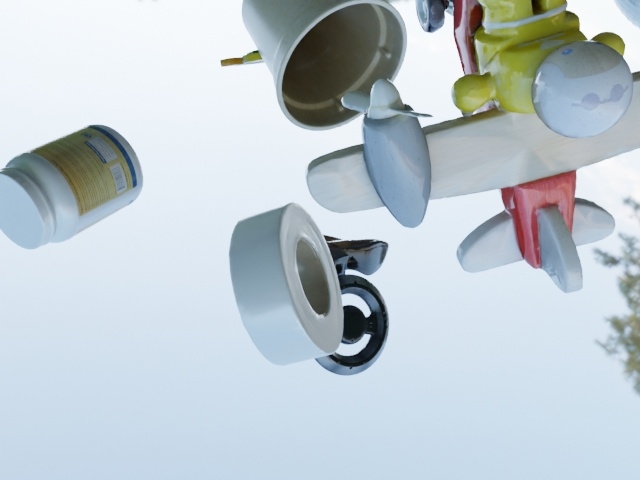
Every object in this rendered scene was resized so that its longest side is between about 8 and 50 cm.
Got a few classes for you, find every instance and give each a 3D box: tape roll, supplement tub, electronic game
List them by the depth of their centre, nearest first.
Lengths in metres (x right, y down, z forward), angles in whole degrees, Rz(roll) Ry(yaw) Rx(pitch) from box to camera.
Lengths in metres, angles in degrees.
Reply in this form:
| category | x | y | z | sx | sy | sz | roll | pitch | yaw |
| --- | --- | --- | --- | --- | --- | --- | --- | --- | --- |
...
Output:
| category | x | y | z | sx | sy | sz | roll | pitch | yaw |
| --- | --- | --- | --- | --- | --- | --- | --- | --- | --- |
| supplement tub | -0.391 | -0.084 | 1.055 | 0.144 | 0.144 | 0.199 | 36 | -139 | 11 |
| tape roll | -0.055 | 0.078 | 1.240 | 0.286 | 0.100 | 0.286 | -17 | -90 | -72 |
| electronic game | 0.063 | 0.191 | 1.552 | 0.229 | 0.048 | 0.229 | 2 | -94 | -32 |

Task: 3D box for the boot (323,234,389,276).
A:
| category | x | y | z | sx | sy | sz | roll | pitch | yaw |
| --- | --- | --- | --- | --- | --- | --- | --- | --- | --- |
| boot | 0.000 | 0.000 | 1.699 | 0.264 | 0.096 | 0.280 | -20 | -141 | -41 |

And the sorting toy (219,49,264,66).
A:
| category | x | y | z | sx | sy | sz | roll | pitch | yaw |
| --- | --- | --- | --- | --- | --- | --- | --- | --- | --- |
| sorting toy | -0.131 | -0.513 | 1.861 | 0.229 | 0.041 | 0.307 | -4 | -166 | 26 |

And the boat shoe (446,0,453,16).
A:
| category | x | y | z | sx | sy | sz | roll | pitch | yaw |
| --- | --- | --- | --- | --- | --- | --- | --- | --- | --- |
| boat shoe | 0.269 | -0.552 | 1.134 | 0.186 | 0.156 | 0.500 | 4 | -123 | 11 |

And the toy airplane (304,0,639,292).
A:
| category | x | y | z | sx | sy | sz | roll | pitch | yaw |
| --- | --- | --- | --- | --- | --- | --- | --- | --- | --- |
| toy airplane | 0.228 | -0.123 | 0.709 | 0.384 | 0.386 | 0.272 | 31 | -176 | -8 |

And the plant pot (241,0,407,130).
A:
| category | x | y | z | sx | sy | sz | roll | pitch | yaw |
| --- | --- | --- | --- | --- | --- | --- | --- | --- | --- |
| plant pot | -0.021 | -0.479 | 1.583 | 0.333 | 0.334 | 0.305 | -5 | -133 | -38 |

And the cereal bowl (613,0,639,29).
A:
| category | x | y | z | sx | sy | sz | roll | pitch | yaw |
| --- | --- | --- | --- | --- | --- | --- | --- | --- | --- |
| cereal bowl | 0.581 | -0.496 | 1.106 | 0.338 | 0.339 | 0.141 | 10 | -169 | -24 |
